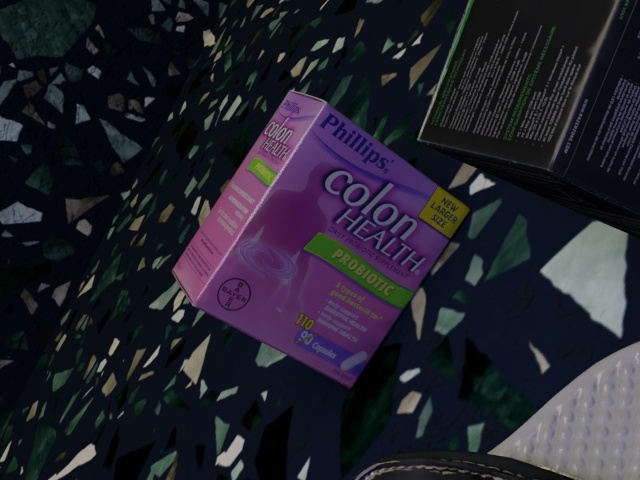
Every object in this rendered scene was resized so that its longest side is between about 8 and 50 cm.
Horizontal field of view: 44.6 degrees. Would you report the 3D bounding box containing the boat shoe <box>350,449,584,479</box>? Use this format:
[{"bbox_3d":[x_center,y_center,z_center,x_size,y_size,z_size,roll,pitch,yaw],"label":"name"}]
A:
[{"bbox_3d":[0.112,0.168,0.351,0.340,0.113,0.127,21,73,50],"label":"boat shoe"}]

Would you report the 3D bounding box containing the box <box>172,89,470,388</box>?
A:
[{"bbox_3d":[0.000,0.000,0.855,0.243,0.213,0.117,-57,27,1],"label":"box"}]

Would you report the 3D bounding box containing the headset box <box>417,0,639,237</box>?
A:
[{"bbox_3d":[0.245,-0.120,0.491,0.131,0.283,0.246,31,101,62],"label":"headset box"}]

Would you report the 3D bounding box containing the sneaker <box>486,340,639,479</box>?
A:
[{"bbox_3d":[0.184,0.167,0.487,0.321,0.127,0.126,-33,37,12],"label":"sneaker"}]
